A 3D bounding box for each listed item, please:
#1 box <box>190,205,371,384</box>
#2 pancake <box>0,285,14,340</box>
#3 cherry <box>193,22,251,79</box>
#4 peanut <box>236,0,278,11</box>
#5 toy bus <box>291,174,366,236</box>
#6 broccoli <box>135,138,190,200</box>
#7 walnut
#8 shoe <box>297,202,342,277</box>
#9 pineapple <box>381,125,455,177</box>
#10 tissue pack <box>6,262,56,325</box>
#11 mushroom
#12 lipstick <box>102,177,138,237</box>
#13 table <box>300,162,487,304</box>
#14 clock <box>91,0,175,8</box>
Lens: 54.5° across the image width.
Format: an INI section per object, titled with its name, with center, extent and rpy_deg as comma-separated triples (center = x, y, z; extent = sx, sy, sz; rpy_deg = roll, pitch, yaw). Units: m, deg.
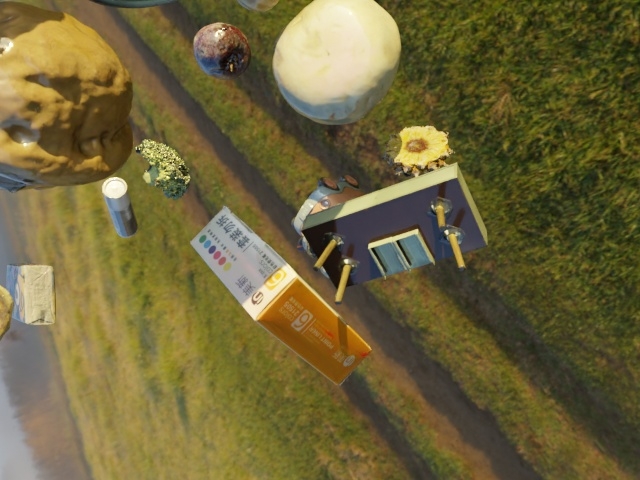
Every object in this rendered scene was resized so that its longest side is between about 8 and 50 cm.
[box]
center = -0.059, 0.092, 0.984
extent = 0.220, 0.091, 0.274
rpy_deg = 41, 174, 40
[pancake]
center = -0.613, 0.127, 1.075
extent = 0.025, 0.151, 0.152
rpy_deg = 19, 125, 66
[cherry]
center = -0.326, -0.616, 2.019
extent = 0.195, 0.195, 0.195
rpy_deg = 43, 143, 43
[peanut]
center = -0.156, -0.789, 1.596
extent = 0.169, 0.192, 0.388
rpy_deg = -160, 68, -69
[toy bus]
center = 0.065, -0.064, 1.978
extent = 0.232, 0.287, 0.194
rpy_deg = 46, 118, 15
[broccoli]
center = -0.281, -0.124, 1.093
extent = 0.097, 0.091, 0.095
rpy_deg = 30, -144, -57
[walnut]
center = -0.536, -0.257, 1.158
extent = 0.383, 0.383, 0.384
rpy_deg = 43, 143, 43
[shoe]
center = 0.000, 0.000, 1.410
extent = 0.228, 0.125, 0.100
rpy_deg = -79, -21, -54
[pineapple]
center = 0.286, -0.264, 1.814
extent = 0.221, 0.221, 0.047
rpy_deg = 48, 165, 38
[tissue pack]
center = -0.544, 0.098, 1.167
extent = 0.148, 0.060, 0.109
rpy_deg = 0, 91, 53
[mushroom]
center = 0.036, -0.506, 1.700
extent = 0.353, 0.324, 0.354
rpy_deg = -166, 90, -78
[lipstick]
center = -0.331, -0.051, 1.034
extent = 0.040, 0.040, 0.141
rpy_deg = 59, 160, 21
[table]
center = 0.099, 0.005, 0.870
extent = 0.240, 0.111, 0.122
rpy_deg = -19, 120, 24
[clock]
center = -0.149, -0.368, 0.592
extent = 0.067, 0.325, 0.325
rpy_deg = 52, 151, 13
